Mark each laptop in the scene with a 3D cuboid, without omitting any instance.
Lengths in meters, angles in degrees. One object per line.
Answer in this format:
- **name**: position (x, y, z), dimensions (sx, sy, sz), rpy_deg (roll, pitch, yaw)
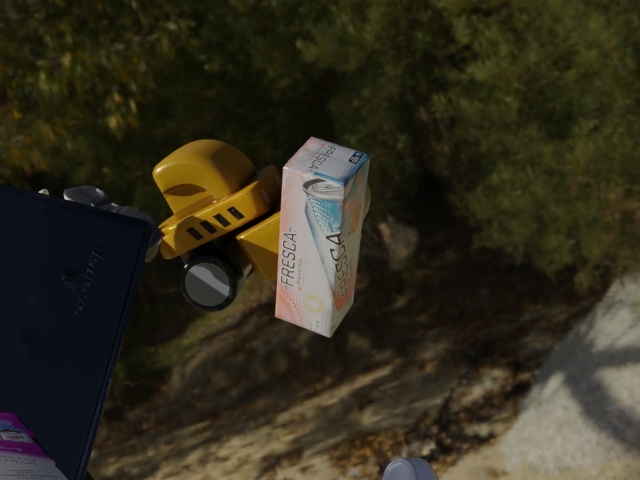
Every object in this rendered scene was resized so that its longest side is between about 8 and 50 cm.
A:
- **laptop**: position (-0.426, 0.136, 1.102), dimensions (0.408, 0.382, 0.236), rpy_deg (-12, -33, 45)

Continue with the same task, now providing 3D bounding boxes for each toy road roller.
- **toy road roller**: position (-0.110, -0.062, 1.666), dimensions (0.330, 0.240, 0.202), rpy_deg (-25, 12, 17)

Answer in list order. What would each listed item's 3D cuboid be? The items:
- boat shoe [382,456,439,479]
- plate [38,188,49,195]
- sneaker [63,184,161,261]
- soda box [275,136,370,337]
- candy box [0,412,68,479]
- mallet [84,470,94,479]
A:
- **boat shoe**: position (0.085, 0.369, 1.258), dimensions (0.096, 0.277, 0.098), rpy_deg (28, -46, -26)
- **plate**: position (-0.455, 0.105, 1.623), dimensions (0.045, 0.277, 0.278), rpy_deg (10, -39, 3)
- **sneaker**: position (-0.296, -0.011, 1.539), dimensions (0.072, 0.178, 0.077), rpy_deg (-23, -45, -41)
- **soda box**: position (0.000, 0.000, 0.991), dimensions (0.063, 0.183, 0.058), rpy_deg (19, 42, 17)
- **candy box**: position (-0.269, 0.195, 0.782), dimensions (0.159, 0.071, 0.233), rpy_deg (11, 8, -33)
- **mallet**: position (-0.305, 0.320, 1.119), dimensions (0.190, 0.062, 0.039), rpy_deg (-38, -19, -13)
